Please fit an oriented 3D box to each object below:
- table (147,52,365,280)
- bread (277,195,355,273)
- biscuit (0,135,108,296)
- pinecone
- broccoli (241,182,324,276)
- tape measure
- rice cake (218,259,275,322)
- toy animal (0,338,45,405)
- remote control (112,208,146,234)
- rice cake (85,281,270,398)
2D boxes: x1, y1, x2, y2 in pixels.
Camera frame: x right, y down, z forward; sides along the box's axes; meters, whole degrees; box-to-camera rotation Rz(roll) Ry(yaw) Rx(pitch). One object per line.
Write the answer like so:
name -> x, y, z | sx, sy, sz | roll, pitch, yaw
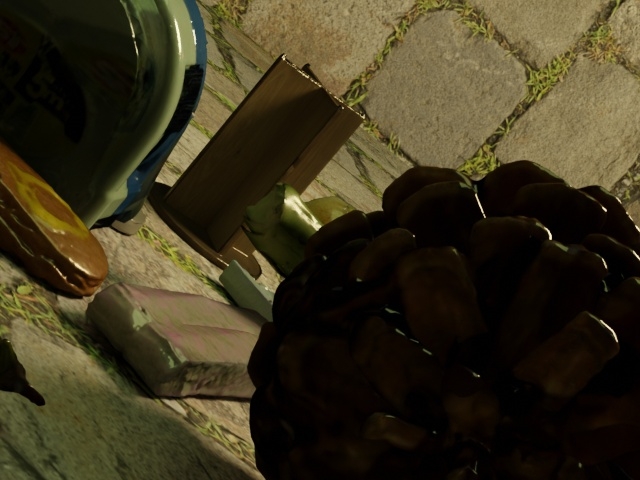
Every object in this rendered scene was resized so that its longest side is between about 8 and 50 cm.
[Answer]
table -> -0.066, -0.092, 1.901 | 0.167, 0.226, 0.167 | 39, 10, -8
bread -> -0.001, -0.002, 2.099 | 0.103, 0.110, 0.156 | 51, 14, 23
biscuit -> -0.305, -0.058, 1.390 | 0.262, 0.052, 0.277 | 44, 11, 18
pinecone -> 0.139, 0.136, 1.264 | 0.398, 0.398, 0.398 | 39, 11, -9
broccoli -> 0.026, 0.082, 1.613 | 0.275, 0.177, 0.198 | 31, 47, -40
tape measure -> -0.239, -0.167, 1.566 | 0.259, 0.262, 0.138 | 41, 21, 3
rice cake -> -0.039, 0.089, 1.759 | 0.180, 0.042, 0.030 | 46, 9, 21
toy animal -> -0.261, 0.046, 1.091 | 0.202, 0.070, 0.105 | 36, -8, -5
remote control -> -0.236, -0.073, 1.780 | 0.077, 0.022, 0.245 | 33, 12, -28
rice cake -> -0.101, 0.096, 1.491 | 0.106, 0.050, 0.298 | 46, 12, 21
